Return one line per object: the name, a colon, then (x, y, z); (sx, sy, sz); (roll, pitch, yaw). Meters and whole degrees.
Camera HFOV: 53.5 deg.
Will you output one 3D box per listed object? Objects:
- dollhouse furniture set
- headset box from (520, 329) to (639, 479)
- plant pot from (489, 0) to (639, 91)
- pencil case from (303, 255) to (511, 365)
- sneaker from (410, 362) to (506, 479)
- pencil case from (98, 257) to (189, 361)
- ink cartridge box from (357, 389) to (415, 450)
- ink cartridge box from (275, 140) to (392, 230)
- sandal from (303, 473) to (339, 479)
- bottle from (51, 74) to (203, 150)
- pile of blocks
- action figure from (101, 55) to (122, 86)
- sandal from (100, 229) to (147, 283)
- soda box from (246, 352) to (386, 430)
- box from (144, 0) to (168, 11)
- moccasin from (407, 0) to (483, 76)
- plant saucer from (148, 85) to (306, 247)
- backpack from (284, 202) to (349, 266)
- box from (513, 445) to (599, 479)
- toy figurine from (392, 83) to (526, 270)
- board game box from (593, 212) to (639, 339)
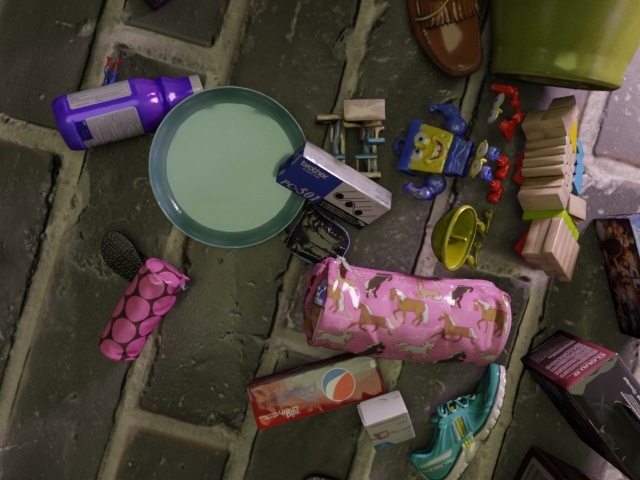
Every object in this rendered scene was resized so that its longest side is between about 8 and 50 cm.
dollhouse furniture set: (0.052, -0.186, 1.214); (0.129, 0.184, 0.129); (-2, 90, 1)
headset box: (0.514, 0.300, 1.163); (0.110, 0.293, 0.218); (-37, 90, 1)
plant pot: (0.461, -0.461, 1.151); (0.367, 0.366, 0.352); (8, 103, 0)
pencil case: (0.162, 0.139, 1.208); (0.386, 0.167, 0.160); (9, 49, -10)
sneaker: (0.280, 0.360, 1.265); (0.110, 0.107, 0.275); (32, 91, 9)
pencil case: (-0.350, 0.142, 1.260); (0.095, 0.098, 0.209); (43, 103, 27)
ink cartridge box: (0.131, 0.356, 1.252); (0.089, 0.122, 0.052); (-20, 46, 1)
ink cartridge box: (0.027, -0.101, 1.222); (0.207, 0.097, 0.046); (29, 50, -23)
sandal: (0.082, 0.543, 1.296); (0.255, 0.054, 0.097); (23, 84, 10)
bottle: (-0.370, -0.260, 1.248); (0.283, 0.118, 0.092); (-18, 72, -11)
pile of blocks: (0.448, -0.102, 1.266); (0.113, 0.149, 0.362); (0, 79, 43)
action figure: (-0.432, -0.313, 1.295); (0.038, 0.030, 0.115); (19, 96, 6)
sandal: (-0.379, 0.054, 1.299); (0.067, 0.040, 0.179); (-37, 105, 6)
soda box: (-0.008, 0.293, 1.271); (0.263, 0.083, 0.092); (-16, 90, 1)
box: (-0.292, -0.600, 1.234); (0.247, 0.142, 0.163); (-37, 89, 0)
moccasin: (0.239, -0.507, 1.227); (0.139, 0.147, 0.379); (-8, 91, 1)
plant saucer: (-0.178, -0.144, 1.265); (0.318, 0.043, 0.317); (-1, 100, -6)
backpack: (0.000, 0.000, 1.267); (0.114, 0.084, 0.105); (33, 90, 4)
box: (0.571, 0.567, 1.219); (0.382, 0.191, 0.143); (26, 91, 1)
toy figurine: (0.240, -0.138, 1.264); (0.217, 0.191, 0.362); (19, 94, 30)
board game box: (0.605, 0.070, 1.223); (0.042, 0.165, 0.243); (-14, 90, 1)
